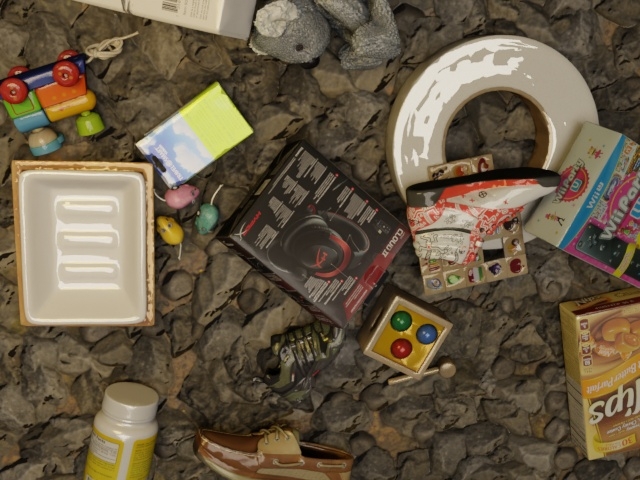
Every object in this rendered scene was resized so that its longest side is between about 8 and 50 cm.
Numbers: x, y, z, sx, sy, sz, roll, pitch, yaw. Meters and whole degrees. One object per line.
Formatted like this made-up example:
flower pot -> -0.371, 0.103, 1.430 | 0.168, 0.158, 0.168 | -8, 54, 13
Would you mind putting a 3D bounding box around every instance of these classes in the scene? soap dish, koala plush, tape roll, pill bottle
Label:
soap dish -> -0.401, 0.003, 1.454 | 0.229, 0.118, 0.291 | 0, 105, -8
koala plush -> -0.011, -0.363, 1.383 | 0.221, 0.196, 0.203 | -17, 96, -5
tape roll -> 0.313, -0.176, 1.533 | 0.392, 0.072, 0.392 | -2, 105, -8
pill bottle -> -0.366, 0.377, 1.560 | 0.119, 0.119, 0.208 | 12, 103, -11

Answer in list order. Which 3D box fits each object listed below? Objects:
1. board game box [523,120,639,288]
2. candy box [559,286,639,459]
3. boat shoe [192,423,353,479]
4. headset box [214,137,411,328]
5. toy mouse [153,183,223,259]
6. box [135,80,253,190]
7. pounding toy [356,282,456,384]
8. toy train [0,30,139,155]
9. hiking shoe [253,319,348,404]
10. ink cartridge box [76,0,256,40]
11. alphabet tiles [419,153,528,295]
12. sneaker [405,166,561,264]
board game box -> 0.547, -0.052, 1.539 | 0.303, 0.097, 0.224 | 22, 101, -33
candy box -> 0.589, 0.263, 1.682 | 0.183, 0.087, 0.316 | -12, 106, -5
boat shoe -> -0.082, 0.408, 1.618 | 0.324, 0.122, 0.120 | 23, 95, -22
headset box -> 0.000, 0.000, 1.485 | 0.293, 0.110, 0.218 | 39, 77, -16
toy mouse -> -0.225, -0.051, 1.488 | 0.143, 0.031, 0.161 | -34, 130, -5
box -> -0.219, -0.182, 1.469 | 0.178, 0.042, 0.109 | -36, 107, 3
pounding toy -> 0.179, 0.214, 1.606 | 0.206, 0.094, 0.181 | 27, 99, -14
toy train -> -0.396, -0.241, 1.404 | 0.248, 0.105, 0.143 | -19, 117, -3
hiking shoe -> -0.033, 0.196, 1.576 | 0.114, 0.086, 0.227 | 28, 98, -15
ink cartridge box -> -0.234, -0.439, 1.305 | 0.273, 0.115, 0.198 | 17, 103, 17
alphabet tiles -> 0.267, -0.030, 1.525 | 0.198, 0.009, 0.237 | -12, 106, -4
sneaker -> 0.286, -0.041, 1.475 | 0.270, 0.090, 0.145 | -8, 107, -2
